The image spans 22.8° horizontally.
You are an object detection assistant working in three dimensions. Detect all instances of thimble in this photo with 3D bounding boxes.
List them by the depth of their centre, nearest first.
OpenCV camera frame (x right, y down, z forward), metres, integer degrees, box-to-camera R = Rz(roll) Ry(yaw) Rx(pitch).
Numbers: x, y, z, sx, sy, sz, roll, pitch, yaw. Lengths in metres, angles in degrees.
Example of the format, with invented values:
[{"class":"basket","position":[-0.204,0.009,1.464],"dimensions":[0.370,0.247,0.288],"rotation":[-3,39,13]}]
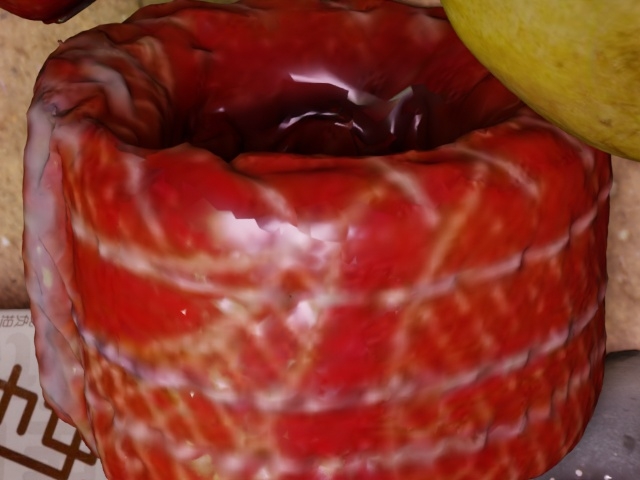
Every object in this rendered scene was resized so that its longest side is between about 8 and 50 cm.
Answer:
[{"class":"thimble","position":[0.000,0.000,0.945],"dimensions":[0.350,0.350,0.231],"rotation":[11,116,18]}]

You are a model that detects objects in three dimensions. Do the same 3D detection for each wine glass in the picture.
[{"class":"wine glass","position":[0.184,0.152,1.007],"dimensions":[0.111,0.204,0.111],"rotation":[8,116,18]}]

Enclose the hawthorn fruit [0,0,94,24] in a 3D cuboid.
[{"class":"hawthorn fruit","position":[-0.189,-0.232,1.021],"dimensions":[0.185,0.185,0.202],"rotation":[7,131,19]}]

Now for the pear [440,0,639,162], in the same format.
[{"class":"pear","position":[0.213,-0.187,0.804],"dimensions":[0.303,0.304,0.304],"rotation":[8,115,19]}]

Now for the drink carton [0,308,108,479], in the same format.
[{"class":"drink carton","position":[-0.231,0.153,1.173],"dimensions":[0.324,0.132,0.194],"rotation":[-2,76,22]}]
